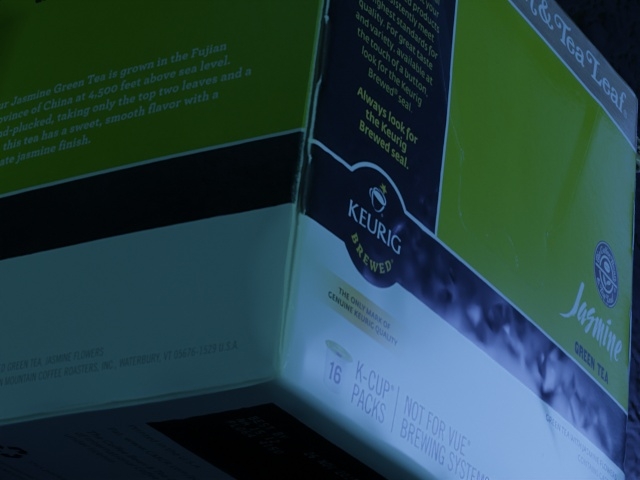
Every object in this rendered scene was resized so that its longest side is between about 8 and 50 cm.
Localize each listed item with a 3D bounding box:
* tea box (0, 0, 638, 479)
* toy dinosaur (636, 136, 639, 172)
[{"bbox_3d":[0.000,0.000,0.994,0.329,0.220,0.323,40,50,-46],"label":"tea box"},{"bbox_3d":[0.122,-0.100,1.286,0.268,0.064,0.118,41,49,-30],"label":"toy dinosaur"}]
